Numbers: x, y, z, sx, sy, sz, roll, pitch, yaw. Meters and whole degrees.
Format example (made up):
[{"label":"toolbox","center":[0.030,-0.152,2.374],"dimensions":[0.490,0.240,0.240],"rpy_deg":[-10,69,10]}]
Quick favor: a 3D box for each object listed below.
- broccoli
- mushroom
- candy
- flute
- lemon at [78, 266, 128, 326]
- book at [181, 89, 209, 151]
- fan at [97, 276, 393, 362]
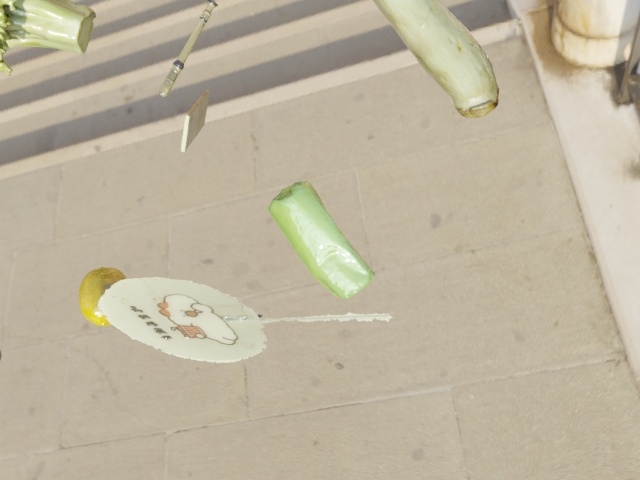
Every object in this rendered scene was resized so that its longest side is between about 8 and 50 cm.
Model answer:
[{"label":"broccoli","center":[-0.477,-0.375,0.950],"dimensions":[0.243,0.263,0.247],"rpy_deg":[17,48,-12]},{"label":"mushroom","center":[0.159,-0.308,0.895],"dimensions":[0.087,0.333,0.107],"rpy_deg":[-41,30,16]},{"label":"candy","center":[0.000,0.000,1.655],"dimensions":[0.142,0.132,0.343],"rpy_deg":[-39,95,-21]},{"label":"flute","center":[-0.284,-0.410,1.308],"dimensions":[0.027,0.027,0.233],"rpy_deg":[25,85,25]},{"label":"lemon","center":[-0.694,0.182,1.974],"dimensions":[0.170,0.170,0.207],"rpy_deg":[-14,68,12]},{"label":"book","center":[-0.408,-0.392,1.999],"dimensions":[0.016,0.138,0.199],"rpy_deg":[17,38,-1]},{"label":"fan","center":[-0.083,0.084,0.655],"dimensions":[0.329,0.191,0.009],"rpy_deg":[-6,51,20]}]
